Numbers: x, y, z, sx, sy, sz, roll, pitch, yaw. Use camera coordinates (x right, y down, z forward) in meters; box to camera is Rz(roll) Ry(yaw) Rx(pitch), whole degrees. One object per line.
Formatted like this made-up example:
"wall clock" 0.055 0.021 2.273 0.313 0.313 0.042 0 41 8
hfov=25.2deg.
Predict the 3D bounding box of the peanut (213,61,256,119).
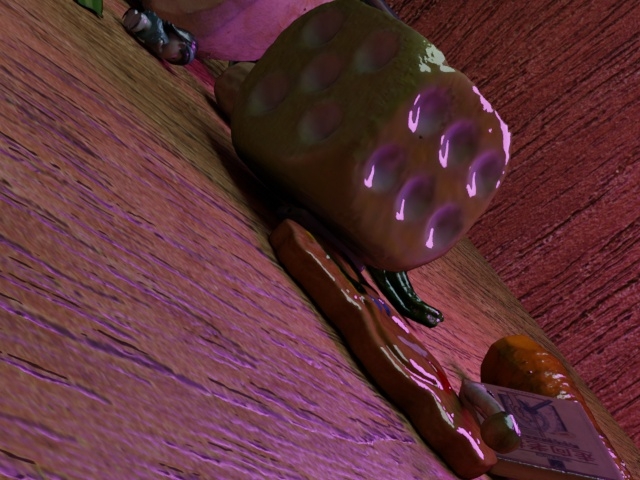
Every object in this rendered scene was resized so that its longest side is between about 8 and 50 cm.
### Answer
"peanut" -0.049 -0.146 1.879 0.228 0.085 0.104 45 -9 -30

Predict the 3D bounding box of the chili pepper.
"chili pepper" 0.103 0.047 1.914 0.073 0.050 0.182 50 8 -41

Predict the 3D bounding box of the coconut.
"coconut" -0.114 -0.385 1.948 0.297 0.297 0.254 52 11 17

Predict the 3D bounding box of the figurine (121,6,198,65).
"figurine" -0.196 -0.248 1.739 0.060 0.047 0.106 7 -16 42

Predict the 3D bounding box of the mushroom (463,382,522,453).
"mushroom" 0.178 0.180 1.503 0.306 0.043 0.068 14 60 -85

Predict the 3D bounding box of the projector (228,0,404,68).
"projector" 0.047 -0.222 2.138 0.249 0.248 0.248 39 13 -49

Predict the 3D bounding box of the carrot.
"carrot" 0.305 0.246 1.846 0.114 0.114 0.302 41 14 -44

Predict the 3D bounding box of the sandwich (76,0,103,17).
"sandwich" -0.293 -0.305 1.616 0.074 0.074 0.116 31 52 -66

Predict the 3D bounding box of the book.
"book" 0.253 0.228 1.674 0.161 0.026 0.231 12 16 -7

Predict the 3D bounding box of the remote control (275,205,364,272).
"remote control" 0.000 0.000 1.647 0.053 0.018 0.124 6 -28 48

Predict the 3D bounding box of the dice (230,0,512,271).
"dice" 0.057 -0.117 1.645 0.233 0.226 0.238 33 -7 46

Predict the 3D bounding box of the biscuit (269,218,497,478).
"biscuit" 0.072 0.108 1.502 0.334 0.047 0.202 53 9 20
